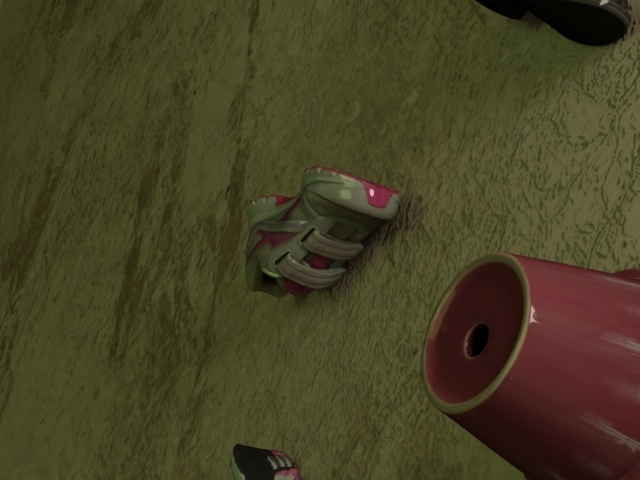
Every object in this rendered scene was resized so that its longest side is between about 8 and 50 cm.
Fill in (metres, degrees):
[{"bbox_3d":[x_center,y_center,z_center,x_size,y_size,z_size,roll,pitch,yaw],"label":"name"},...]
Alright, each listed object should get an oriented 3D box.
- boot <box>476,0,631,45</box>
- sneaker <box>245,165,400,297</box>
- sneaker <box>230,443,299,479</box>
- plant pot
[{"bbox_3d":[0.246,-0.313,1.710,0.229,0.091,0.263,-57,34,-1],"label":"boot"},{"bbox_3d":[0.000,0.000,1.897,0.252,0.103,0.111,-28,49,59],"label":"sneaker"},{"bbox_3d":[-0.061,0.273,1.814,0.178,0.072,0.077,-111,40,-61],"label":"sneaker"},{"bbox_3d":[0.185,0.099,1.385,0.201,0.180,0.201,-40,37,39],"label":"plant pot"}]
